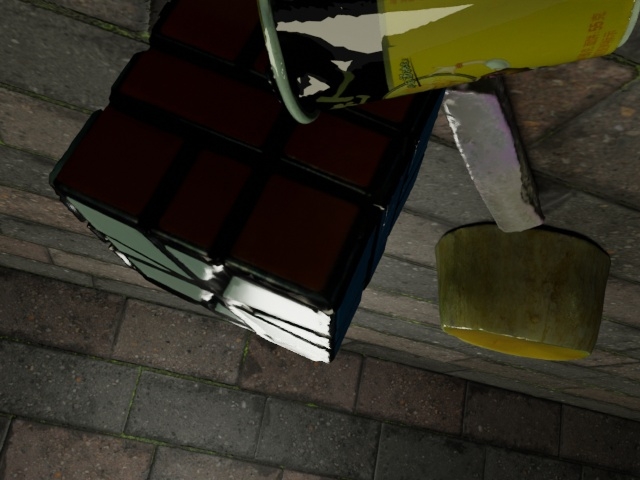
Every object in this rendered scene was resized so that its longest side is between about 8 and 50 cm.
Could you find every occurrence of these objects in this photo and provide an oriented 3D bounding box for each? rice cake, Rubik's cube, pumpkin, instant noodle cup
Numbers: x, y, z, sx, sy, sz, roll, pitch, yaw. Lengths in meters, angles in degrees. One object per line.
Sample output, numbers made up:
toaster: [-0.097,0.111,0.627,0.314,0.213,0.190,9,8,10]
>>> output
rice cake: [0.228,-0.107,0.779,0.070,0.064,0.399,-7,155,25]
Rubik's cube: [-0.056,-0.064,0.657,0.293,0.283,0.288,27,163,8]
pumpkin: [0.364,0.115,1.140,0.332,0.199,0.332,12,159,5]
instant noodle cup: [0.085,-0.198,0.426,0.236,0.216,0.215,-3,158,11]
